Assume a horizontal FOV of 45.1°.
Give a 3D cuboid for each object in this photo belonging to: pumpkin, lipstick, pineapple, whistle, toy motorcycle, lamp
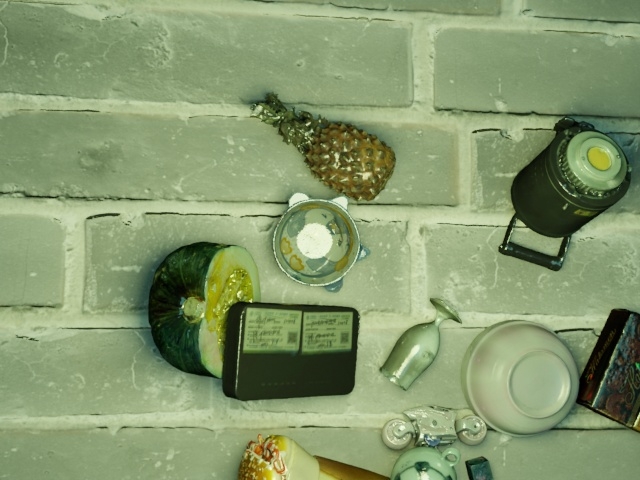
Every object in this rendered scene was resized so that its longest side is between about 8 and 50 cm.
[{"bbox_3d":[-0.277,0.148,1.697,0.197,0.263,0.292,3,80,22],"label":"pumpkin"},{"bbox_3d":[0.415,0.683,1.865,0.051,0.051,0.312,-14,90,-10],"label":"lipstick"},{"bbox_3d":[0.001,-0.229,1.813,0.361,0.175,0.175,32,83,8],"label":"pineapple"},{"bbox_3d":[0.213,0.570,1.761,0.163,0.163,0.289,41,107,-4],"label":"whistle"},{"bbox_3d":[0.270,0.444,1.842,0.255,0.112,0.112,-2,87,-6],"label":"toy motorcycle"},{"bbox_3d":[0.586,-0.127,1.817,0.205,0.272,0.373,18,85,-5],"label":"lamp"}]

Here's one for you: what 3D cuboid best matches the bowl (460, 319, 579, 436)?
[{"bbox_3d":[0.494,0.334,1.847,0.287,0.144,0.286,0,87,-7],"label":"bowl"}]

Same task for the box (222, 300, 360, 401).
[{"bbox_3d":[-0.058,0.246,1.732,0.350,0.058,0.211,8,85,-40],"label":"box"}]

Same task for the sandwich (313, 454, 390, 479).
[{"bbox_3d":[0.053,0.578,1.796,0.186,0.220,0.108,16,87,30],"label":"sandwich"}]

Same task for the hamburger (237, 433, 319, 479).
[{"bbox_3d":[-0.110,0.538,1.677,0.152,0.295,0.227,19,73,-15],"label":"hamburger"}]

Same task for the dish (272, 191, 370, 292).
[{"bbox_3d":[0.000,0.000,1.818,0.228,0.086,0.236,0,99,-5],"label":"dish"}]

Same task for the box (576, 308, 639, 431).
[{"bbox_3d":[0.863,0.371,1.909,0.416,0.116,0.264,28,85,-6],"label":"box"}]

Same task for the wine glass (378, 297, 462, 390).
[{"bbox_3d":[0.238,0.248,1.836,0.103,0.103,0.222,38,83,-4],"label":"wine glass"}]
